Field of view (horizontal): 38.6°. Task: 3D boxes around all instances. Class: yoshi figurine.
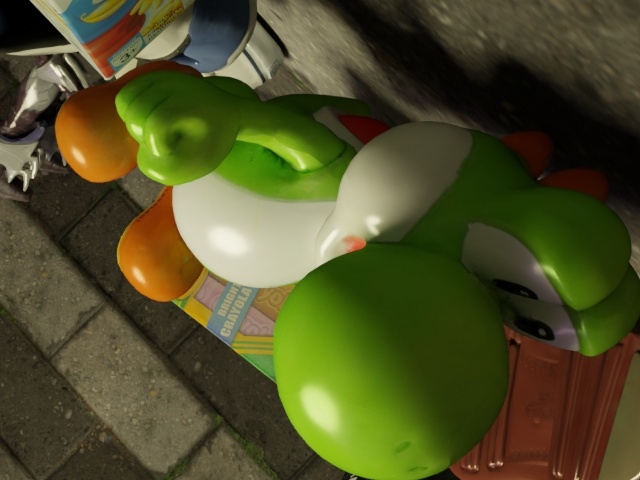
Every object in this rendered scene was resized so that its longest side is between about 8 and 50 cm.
[{"bbox_3d":[-0.020,0.010,0.497,0.362,0.203,0.203,16,-174,44],"label":"yoshi figurine"}]

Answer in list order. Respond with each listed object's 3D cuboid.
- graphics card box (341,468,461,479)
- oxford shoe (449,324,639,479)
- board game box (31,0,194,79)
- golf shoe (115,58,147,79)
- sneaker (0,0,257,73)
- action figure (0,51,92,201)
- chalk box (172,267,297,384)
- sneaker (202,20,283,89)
[{"bbox_3d":[0.197,0.267,0.807,0.233,0.094,0.371,46,138,-14],"label":"graphics card box"},{"bbox_3d":[0.175,0.117,0.608,0.130,0.123,0.348,12,178,-14],"label":"oxford shoe"},{"bbox_3d":[-0.105,-0.191,0.369,0.144,0.142,0.275,46,176,-2],"label":"board game box"},{"bbox_3d":[-0.170,-0.205,0.971,0.105,0.120,0.273,43,176,0],"label":"golf shoe"},{"bbox_3d":[-0.220,-0.200,0.659,0.315,0.128,0.182,14,-169,27],"label":"sneaker"},{"bbox_3d":[-0.257,-0.175,0.893,0.099,0.285,0.185,25,-146,-12],"label":"action figure"},{"bbox_3d":[-0.025,0.032,0.711,0.213,0.132,0.132,30,175,40],"label":"chalk box"},{"bbox_3d":[-0.146,-0.219,0.779,0.258,0.091,0.094,47,175,-8],"label":"sneaker"}]
